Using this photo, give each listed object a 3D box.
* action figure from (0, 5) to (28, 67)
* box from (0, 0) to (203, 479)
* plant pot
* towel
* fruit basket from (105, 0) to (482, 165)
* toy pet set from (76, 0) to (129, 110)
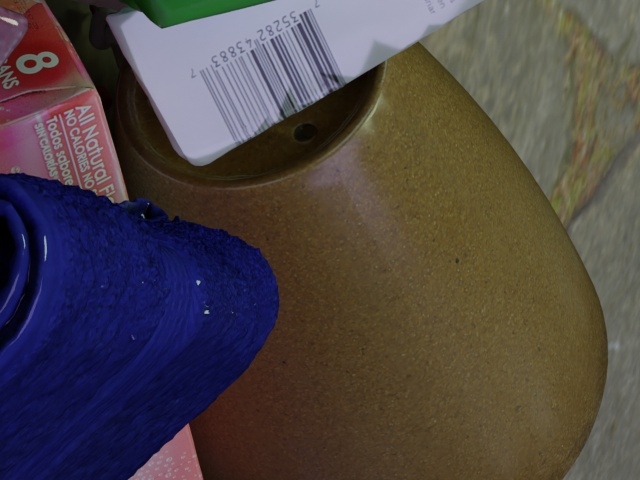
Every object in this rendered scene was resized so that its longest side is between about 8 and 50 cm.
[{"bbox_3d":[-0.196,-0.163,0.442,0.370,0.248,0.275,60,36,-53],"label":"action figure"},{"bbox_3d":[-0.148,0.029,0.782,0.142,0.154,0.300,-22,137,-12],"label":"box"},{"bbox_3d":[0.000,0.000,0.891,0.237,0.237,0.254,-47,148,-15],"label":"plant pot"},{"bbox_3d":[-0.129,0.064,0.553,0.228,0.076,0.308,-42,172,5],"label":"towel"},{"bbox_3d":[0.028,-0.249,0.729,0.353,0.165,0.327,-34,119,-17],"label":"fruit basket"},{"bbox_3d":[-0.121,-0.118,0.833,0.122,0.065,0.114,7,144,-44],"label":"toy pet set"}]
